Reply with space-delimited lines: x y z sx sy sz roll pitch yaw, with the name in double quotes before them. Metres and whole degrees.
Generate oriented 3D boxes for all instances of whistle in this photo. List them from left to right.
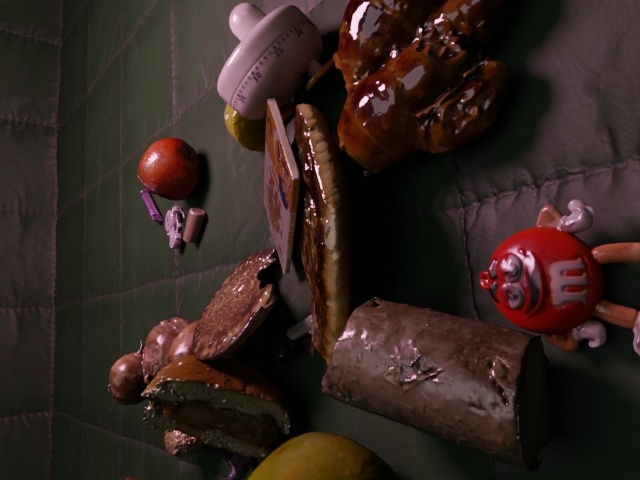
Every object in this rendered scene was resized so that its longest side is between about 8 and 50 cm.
"whistle" -0.560 -0.113 1.674 0.176 0.033 0.033 52 125 39

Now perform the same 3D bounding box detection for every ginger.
"ginger" -0.334 0.290 1.243 0.375 0.256 0.176 -15 109 33
"ginger" 0.140 -0.280 0.757 0.274 0.152 0.357 0 89 50

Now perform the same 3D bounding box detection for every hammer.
"hammer" -0.250 0.401 1.111 0.037 0.137 0.290 -27 103 46

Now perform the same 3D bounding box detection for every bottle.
"bottle" -0.353 -0.041 1.412 0.045 0.045 0.096 45 122 42

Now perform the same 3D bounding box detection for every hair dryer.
"hair dryer" -0.032 0.166 1.012 0.198 0.057 0.100 -34 62 34

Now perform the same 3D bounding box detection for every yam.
"yam" 0.141 0.172 0.668 0.304 0.168 0.168 10 94 37

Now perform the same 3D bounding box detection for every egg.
"egg" -0.335 0.489 1.287 0.140 0.116 0.118 -50 27 21

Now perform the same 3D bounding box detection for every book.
"book" -0.080 -0.096 0.992 0.295 0.020 0.208 101 156 -54

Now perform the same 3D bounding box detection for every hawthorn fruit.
"hawthorn fruit" -0.417 -0.202 1.413 0.173 0.173 0.172 -6 82 50

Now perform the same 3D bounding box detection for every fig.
"fig" -0.013 0.429 0.743 0.258 0.326 0.258 -3 85 30

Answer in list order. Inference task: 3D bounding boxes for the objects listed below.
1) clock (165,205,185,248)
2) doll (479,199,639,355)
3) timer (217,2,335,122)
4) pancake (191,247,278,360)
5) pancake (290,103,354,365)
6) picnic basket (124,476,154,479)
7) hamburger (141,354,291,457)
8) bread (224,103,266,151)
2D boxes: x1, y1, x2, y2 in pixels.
"clock" -0.435 -0.039 1.511 0.087 0.041 0.129 -49 47 40
"doll" 0.289 0.042 0.605 0.217 0.085 0.183 8 94 41
"timer" -0.114 -0.364 1.000 0.240 0.233 0.233 43 130 -6
"pancake" -0.173 0.130 1.073 0.286 0.033 0.288 -54 24 -22
"pancake" 0.001 -0.003 0.878 0.305 0.067 0.426 114 148 -65
"picnic basket" -0.512 0.766 1.474 0.179 0.138 0.128 0 95 12
"hamburger" -0.198 0.320 1.030 0.211 0.309 0.132 -144 74 -77
"bread" -0.161 -0.276 1.160 0.114 0.111 0.129 35 109 55
